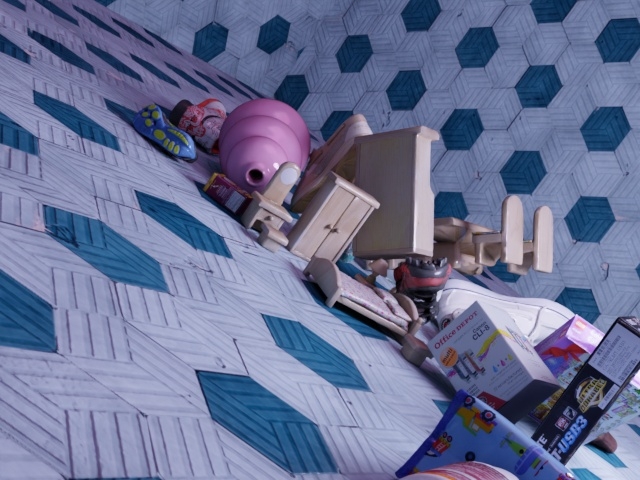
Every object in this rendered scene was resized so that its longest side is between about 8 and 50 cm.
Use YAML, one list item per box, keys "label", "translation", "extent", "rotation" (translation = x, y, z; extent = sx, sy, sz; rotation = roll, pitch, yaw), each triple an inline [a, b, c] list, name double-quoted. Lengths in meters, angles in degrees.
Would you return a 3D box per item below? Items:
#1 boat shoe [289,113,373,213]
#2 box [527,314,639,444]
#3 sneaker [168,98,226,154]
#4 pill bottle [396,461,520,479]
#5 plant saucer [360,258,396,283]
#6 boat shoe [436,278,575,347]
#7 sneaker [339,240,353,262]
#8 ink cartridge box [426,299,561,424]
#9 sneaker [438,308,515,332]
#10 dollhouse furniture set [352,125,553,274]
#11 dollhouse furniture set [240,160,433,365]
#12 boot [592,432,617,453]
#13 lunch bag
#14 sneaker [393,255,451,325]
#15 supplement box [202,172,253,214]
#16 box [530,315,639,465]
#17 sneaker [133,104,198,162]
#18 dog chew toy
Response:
- label: "boat shoe"
  translation: [0.022, -0.166, 2.234]
  extent: [0.109, 0.302, 0.098]
  rotation: [3, 57, -35]
- label: "box"
  translation: [0.471, 0.268, 1.827]
  extent: [0.201, 0.057, 0.293]
  rotation: [35, -32, 1]
- label: "sneaker"
  translation: [-0.254, -0.269, 2.391]
  extent: [0.145, 0.090, 0.270]
  rotation: [37, 13, 8]
- label: "pill bottle"
  translation: [0.137, 0.282, 0.974]
  extent: [0.121, 0.121, 0.221]
  rotation: [40, 11, 25]
- label: "plant saucer"
  translation: [0.150, 0.047, 2.390]
  extent: [0.195, 0.037, 0.195]
  rotation: [34, 9, -6]
- label: "boat shoe"
  translation: [0.423, 0.203, 2.203]
  extent: [0.367, 0.136, 0.156]
  rotation: [18, 41, -16]
- label: "sneaker"
  translation: [0.000, 0.000, 2.085]
  extent: [0.166, 0.065, 0.076]
  rotation: [31, -6, -42]
- label: "ink cartridge box"
  translation: [0.295, 0.214, 1.700]
  extent: [0.127, 0.128, 0.176]
  rotation: [22, 29, -52]
- label: "sneaker"
  translation: [0.298, 0.205, 1.972]
  extent: [0.146, 0.122, 0.330]
  rotation: [19, 8, 12]
- label: "dollhouse furniture set"
  translation: [0.251, -0.069, 2.136]
  extent: [0.362, 0.256, 0.394]
  rotation: [-5, -11, 40]
- label: "dollhouse furniture set"
  translation: [0.059, 0.022, 1.797]
  extent: [0.303, 0.174, 0.355]
  rotation: [29, 11, -30]
- label: "boot"
  translation: [0.506, 0.347, 2.102]
  extent: [0.248, 0.090, 0.207]
  rotation: [42, 0, 43]
- label: "lunch bag"
  translation: [0.260, 0.327, 1.213]
  extent: [0.221, 0.138, 0.293]
  rotation: [39, 1, 35]
- label: "sneaker"
  translation: [0.198, 0.101, 1.946]
  extent: [0.097, 0.135, 0.276]
  rotation: [3, -8, -3]
- label: "supplement box"
  translation: [-0.177, -0.090, 1.917]
  extent: [0.083, 0.043, 0.055]
  rotation: [38, 9, 10]
- label: "box"
  translation: [0.419, 0.253, 1.553]
  extent: [0.073, 0.293, 0.295]
  rotation: [39, 11, 19]
- label: "sneaker"
  translation: [-0.317, -0.213, 2.024]
  extent: [0.188, 0.067, 0.078]
  rotation: [39, -11, 31]
- label: "dog chew toy"
  translation: [-0.126, -0.185, 2.133]
  extent: [0.206, 0.206, 0.332]
  rotation: [33, 18, -11]
